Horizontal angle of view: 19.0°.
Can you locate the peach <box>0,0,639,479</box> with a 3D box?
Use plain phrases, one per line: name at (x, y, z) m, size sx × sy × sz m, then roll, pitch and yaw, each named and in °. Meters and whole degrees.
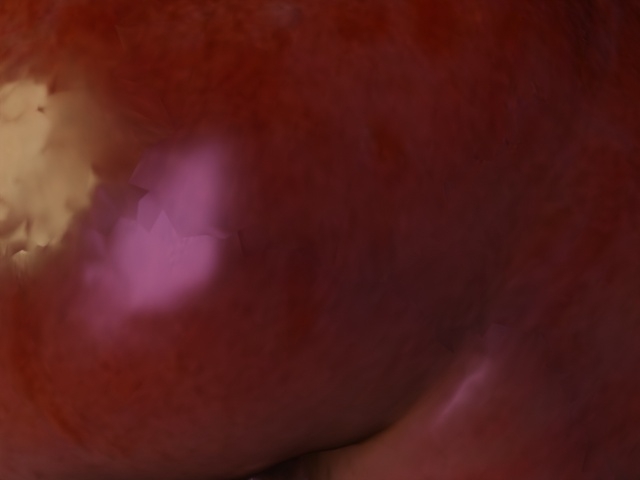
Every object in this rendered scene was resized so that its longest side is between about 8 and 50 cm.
peach at (0.000, 0.000, 0.456) m, size 0.232 × 0.232 × 0.232 m, roll -3°, pitch 83°, yaw 20°
